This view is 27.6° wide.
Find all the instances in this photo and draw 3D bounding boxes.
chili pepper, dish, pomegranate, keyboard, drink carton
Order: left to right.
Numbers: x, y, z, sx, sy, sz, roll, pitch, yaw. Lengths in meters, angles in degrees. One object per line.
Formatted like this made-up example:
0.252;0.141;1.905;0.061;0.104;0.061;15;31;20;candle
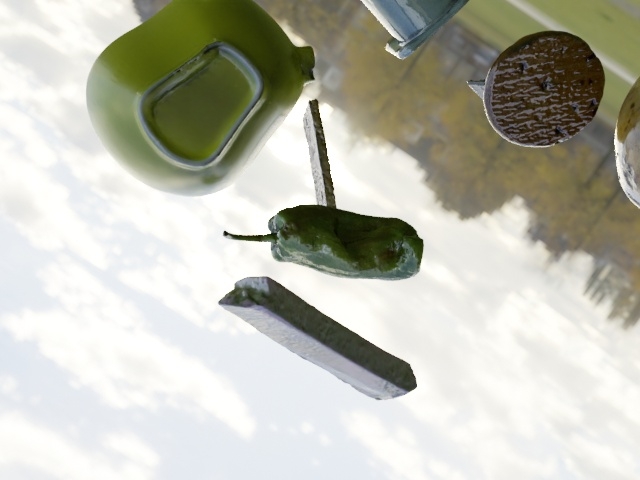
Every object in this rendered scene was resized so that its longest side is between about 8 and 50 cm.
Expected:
-0.134;-0.167;1.499;0.221;0.262;0.108;46;-177;-18;dish
0.001;-0.003;1.308;0.204;0.073;0.072;9;-120;-9;chili pepper
0.139;-0.444;2.227;0.189;0.191;0.185;48;-174;-10;drink carton
0.303;-0.241;2.243;0.049;0.015;0.129;11;162;43;keyboard
0.596;-0.158;2.068;0.281;0.281;0.281;33;-169;-7;pomegranate

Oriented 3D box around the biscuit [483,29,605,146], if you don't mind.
0.375;-0.253;2.193;0.212;0.212;0.036;30;-163;-21;biscuit

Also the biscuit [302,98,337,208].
0.000;-0.138;2.410;0.025;0.231;0.131;-8;170;-8;biscuit

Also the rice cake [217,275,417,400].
0.003;0.132;1.730;0.072;0.056;0.365;-12;147;38;rice cake
